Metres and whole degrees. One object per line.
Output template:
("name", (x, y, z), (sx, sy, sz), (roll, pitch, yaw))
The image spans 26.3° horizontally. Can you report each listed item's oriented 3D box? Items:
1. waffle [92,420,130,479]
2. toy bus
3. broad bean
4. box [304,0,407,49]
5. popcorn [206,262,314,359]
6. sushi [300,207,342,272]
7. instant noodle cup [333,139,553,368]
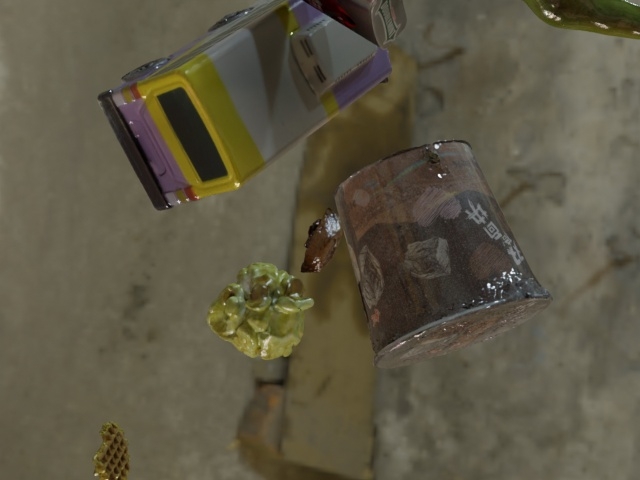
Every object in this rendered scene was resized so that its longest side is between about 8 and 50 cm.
("waffle", (-0.250, 0.259, 1.651), (0.078, 0.016, 0.085), (57, 29, -51))
("toy bus", (-0.094, -0.248, 2.113), (0.440, 0.249, 0.209), (-39, 109, -41))
("broad bean", (0.411, -0.338, 1.996), (0.075, 0.325, 0.067), (113, -15, -56))
("box", (0.016, -0.373, 1.972), (0.069, 0.224, 0.120), (-49, 157, -12))
("popcorn", (-0.078, 0.104, 1.980), (0.135, 0.162, 0.141), (59, 18, -21))
("sushi", (0.000, 0.000, 1.937), (0.099, 0.047, 0.050), (-60, 160, -13))
("instant noodle cup", (0.127, 0.013, 1.543), (0.217, 0.217, 0.207), (3, 63, -55))
